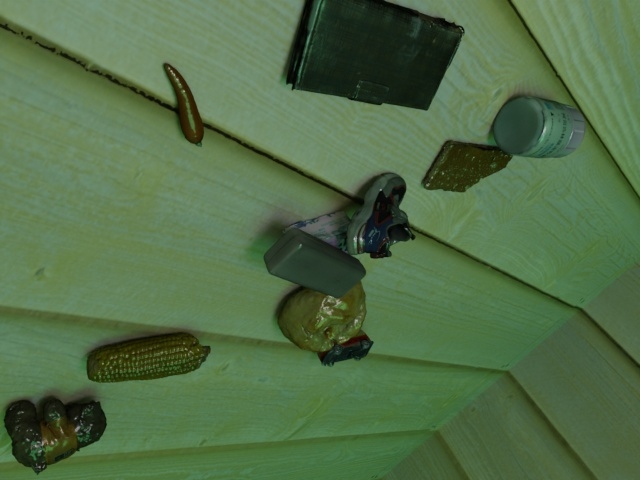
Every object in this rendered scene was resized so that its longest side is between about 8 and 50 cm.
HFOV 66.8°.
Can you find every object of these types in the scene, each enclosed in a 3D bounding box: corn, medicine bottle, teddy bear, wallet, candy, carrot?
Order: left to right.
[{"bbox_3d":[-0.579,0.426,1.082,0.190,0.140,0.177,-15,136,-34],"label":"teddy bear"},{"bbox_3d":[-0.374,0.261,1.075,0.261,0.097,0.097,-3,132,-29],"label":"corn"},{"bbox_3d":[-0.207,-0.205,0.748,0.035,0.035,0.142,-22,133,-14],"label":"carrot"},{"bbox_3d":[0.000,0.000,1.074,0.160,0.073,0.092,-19,137,-17],"label":"candy"},{"bbox_3d":[0.099,-0.318,0.831,0.317,0.044,0.169,-3,129,-35],"label":"wallet"},{"bbox_3d":[0.501,-0.254,1.107,0.168,0.135,0.135,-3,133,-34],"label":"medicine bottle"}]

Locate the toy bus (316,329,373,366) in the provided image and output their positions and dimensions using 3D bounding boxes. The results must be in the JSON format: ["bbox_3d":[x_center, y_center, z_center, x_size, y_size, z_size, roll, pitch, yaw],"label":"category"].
[{"bbox_3d":[0.068,0.318,1.452,0.174,0.077,0.079,-2,132,-32],"label":"toy bus"}]

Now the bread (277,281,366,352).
[{"bbox_3d":[0.016,0.187,1.236,0.244,0.134,0.244,-20,143,-16],"label":"bread"}]

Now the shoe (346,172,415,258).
[{"bbox_3d":[0.149,-0.049,1.033,0.227,0.125,0.099,-55,148,-26],"label":"shoe"}]

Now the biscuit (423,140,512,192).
[{"bbox_3d":[0.358,-0.174,1.177,0.236,0.026,0.131,-1,133,-35],"label":"biscuit"}]

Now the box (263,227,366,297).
[{"bbox_3d":[-0.006,0.054,1.024,0.103,0.055,0.243,-43,141,17],"label":"box"}]
